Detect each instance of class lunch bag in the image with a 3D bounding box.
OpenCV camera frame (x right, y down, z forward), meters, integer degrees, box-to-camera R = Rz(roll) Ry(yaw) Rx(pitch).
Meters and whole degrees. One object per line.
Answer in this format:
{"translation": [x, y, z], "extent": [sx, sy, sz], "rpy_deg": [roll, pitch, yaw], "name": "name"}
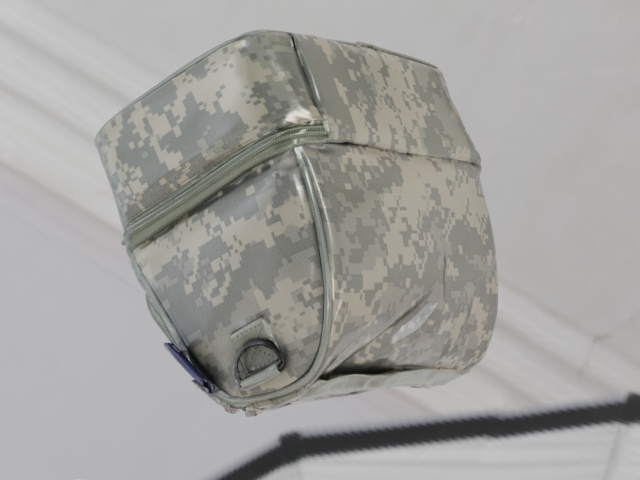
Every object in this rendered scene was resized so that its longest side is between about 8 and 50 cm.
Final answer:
{"translation": [0.000, 0.000, 1.061], "extent": [0.212, 0.305, 0.256], "rpy_deg": [-31, -109, 28], "name": "lunch bag"}

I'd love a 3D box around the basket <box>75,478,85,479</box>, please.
{"translation": [-0.234, 0.389, 0.932], "extent": [0.266, 0.328, 0.331], "rpy_deg": [52, -24, 17], "name": "basket"}
